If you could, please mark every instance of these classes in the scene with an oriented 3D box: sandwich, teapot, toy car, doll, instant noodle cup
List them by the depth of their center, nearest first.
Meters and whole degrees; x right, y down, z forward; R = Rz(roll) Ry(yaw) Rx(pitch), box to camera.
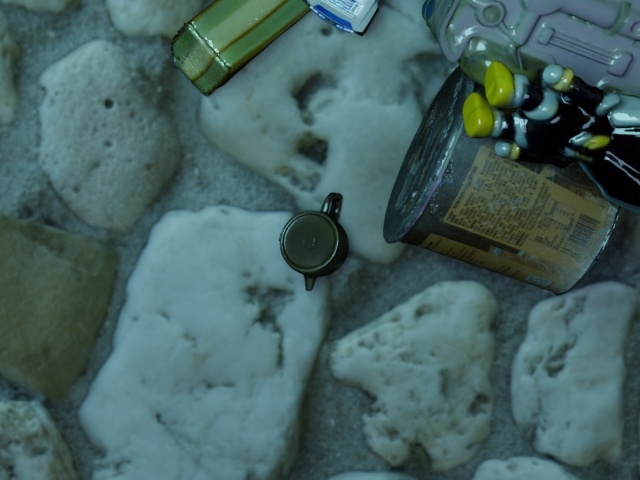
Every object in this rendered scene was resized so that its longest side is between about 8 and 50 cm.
[{"bbox_3d":[0.297,-0.091,1.297,0.316,0.103,0.145,16,117,-13],"label":"doll"},{"bbox_3d":[0.285,-0.270,1.375,0.336,0.226,0.242,15,121,-17],"label":"toy car"},{"bbox_3d":[0.203,-0.058,1.429,0.207,0.217,0.217,24,106,-7],"label":"instant noodle cup"},{"bbox_3d":[0.054,-0.311,1.431,0.080,0.070,0.170,31,95,-2],"label":"toy car"},{"bbox_3d":[-0.085,-0.251,1.497,0.163,0.113,0.079,-44,98,-21],"label":"sandwich"},{"bbox_3d":[0.000,0.000,1.533,0.076,0.068,0.121,16,85,22],"label":"teapot"}]
